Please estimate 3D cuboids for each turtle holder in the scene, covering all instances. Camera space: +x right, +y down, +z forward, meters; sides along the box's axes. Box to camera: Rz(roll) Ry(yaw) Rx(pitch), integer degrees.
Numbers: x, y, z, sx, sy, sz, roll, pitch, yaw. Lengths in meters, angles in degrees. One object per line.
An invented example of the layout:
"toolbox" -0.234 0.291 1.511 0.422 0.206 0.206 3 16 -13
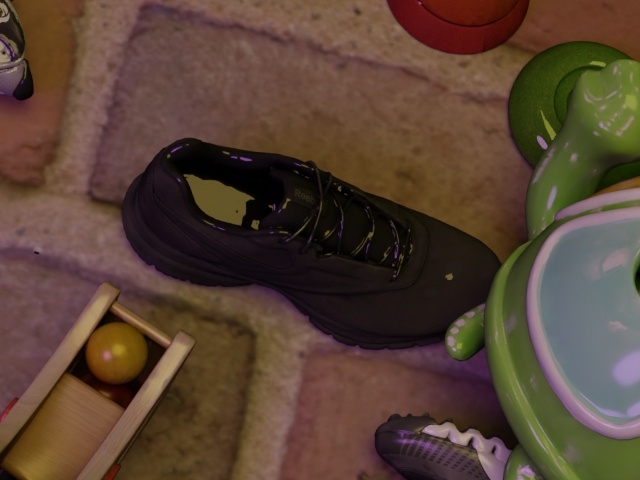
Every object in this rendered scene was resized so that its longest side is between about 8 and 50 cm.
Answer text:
"turtle holder" 0.249 0.051 1.349 0.243 0.227 0.320 30 41 -16

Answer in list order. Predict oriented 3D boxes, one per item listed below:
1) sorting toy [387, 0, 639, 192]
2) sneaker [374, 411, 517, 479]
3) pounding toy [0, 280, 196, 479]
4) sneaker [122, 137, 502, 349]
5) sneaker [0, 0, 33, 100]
"sorting toy" 0.203 -0.133 1.489 0.127 0.126 0.365 -40 82 -20
"sneaker" 0.134 0.209 1.388 0.234 0.078 0.106 29 67 -2
"pounding toy" -0.217 0.138 1.305 0.155 0.154 0.269 33 69 1
"sneaker" 0.000 0.000 1.405 0.286 0.130 0.109 13 68 -7
"sneaker" -0.280 -0.110 1.415 0.132 0.086 0.228 20 69 -6
